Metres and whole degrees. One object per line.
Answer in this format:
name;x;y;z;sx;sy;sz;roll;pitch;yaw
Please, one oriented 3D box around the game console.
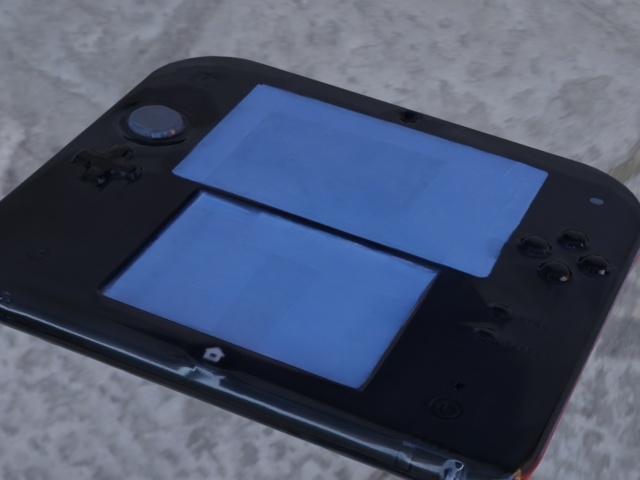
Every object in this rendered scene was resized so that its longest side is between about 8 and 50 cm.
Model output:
game console;0.000;0.000;0.973;0.386;0.342;0.060;19;123;17
